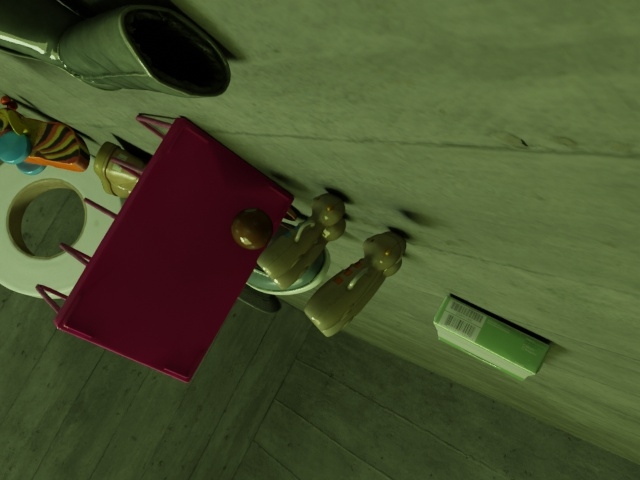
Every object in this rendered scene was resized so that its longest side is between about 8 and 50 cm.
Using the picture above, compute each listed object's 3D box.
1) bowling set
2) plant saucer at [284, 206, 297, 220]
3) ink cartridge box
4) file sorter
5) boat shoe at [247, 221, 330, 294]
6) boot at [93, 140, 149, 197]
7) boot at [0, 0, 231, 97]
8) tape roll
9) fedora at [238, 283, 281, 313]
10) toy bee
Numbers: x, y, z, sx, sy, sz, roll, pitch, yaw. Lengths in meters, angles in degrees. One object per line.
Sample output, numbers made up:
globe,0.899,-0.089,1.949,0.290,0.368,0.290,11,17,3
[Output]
bowling set,0.000,0.000,0.859,0.200,0.154,0.287,46,174,5
plant saucer,-0.072,-0.055,1.065,0.083,0.013,0.083,28,171,5
ink cartridge box,0.277,0.167,1.147,0.171,0.056,0.235,26,174,16
file sorter,-0.223,0.001,0.955,0.202,0.291,0.182,35,172,-38
boat shoe,-0.127,-0.004,1.096,0.319,0.116,0.099,21,168,38
boot,-0.286,-0.082,1.340,0.269,0.089,0.236,25,176,-1
boot,-0.198,-0.170,0.577,0.189,0.076,0.208,17,-173,-37
tape roll,-0.673,-0.048,1.745,0.391,0.392,0.072,27,171,8
fedora,-0.156,0.027,1.420,0.243,0.124,0.275,33,-178,-18
toy bee,-0.636,-0.229,1.465,0.298,0.162,0.195,5,168,-14
